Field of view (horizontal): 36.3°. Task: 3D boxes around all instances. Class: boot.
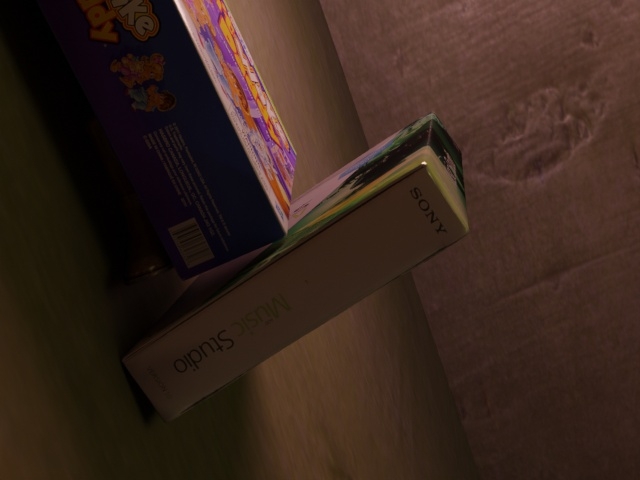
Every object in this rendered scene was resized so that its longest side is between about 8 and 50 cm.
[{"bbox_3d":[-0.132,-0.034,0.653,0.106,0.037,0.114,-113,-175,-73],"label":"boot"}]

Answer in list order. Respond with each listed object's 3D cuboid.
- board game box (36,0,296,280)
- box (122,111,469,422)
[{"bbox_3d":[-0.125,-0.173,0.689,0.233,0.078,0.347,-91,157,-71],"label":"board game box"},{"bbox_3d":[0.000,0.000,0.741,0.058,0.232,0.322,55,13,-8],"label":"box"}]
